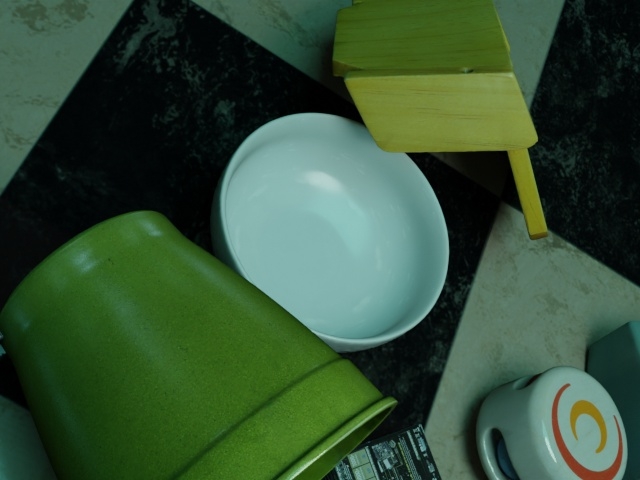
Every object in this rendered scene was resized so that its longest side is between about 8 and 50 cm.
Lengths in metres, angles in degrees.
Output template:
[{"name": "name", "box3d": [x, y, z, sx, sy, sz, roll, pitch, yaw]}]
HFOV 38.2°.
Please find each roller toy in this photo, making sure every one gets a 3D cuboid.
[{"name": "roller toy", "box3d": [0.325, 0.283, 1.319, 0.191, 0.146, 0.209, 36, 52, -19]}]

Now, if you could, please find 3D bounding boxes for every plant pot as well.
[{"name": "plant pot", "box3d": [0.514, 0.252, 1.423, 0.165, 0.165, 0.234, 4, 59, -25]}, {"name": "plant pot", "box3d": [-0.165, 0.166, 1.036, 0.366, 0.366, 0.353, -32, 73, -33]}]

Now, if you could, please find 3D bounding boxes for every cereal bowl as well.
[{"name": "cereal bowl", "box3d": [0.000, 0.000, 1.283, 0.339, 0.141, 0.339, 10, 66, -23]}]

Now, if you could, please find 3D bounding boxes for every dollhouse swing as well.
[{"name": "dollhouse swing", "box3d": [0.186, -0.182, 1.420, 0.315, 0.305, 0.347, -2, 33, 4]}]

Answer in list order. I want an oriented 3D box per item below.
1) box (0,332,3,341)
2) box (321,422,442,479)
[{"name": "box", "box3d": [-0.444, 0.128, 1.000, 0.156, 0.158, 0.093, -33, 86, -32]}, {"name": "box", "box3d": [0.089, 0.352, 1.214, 0.147, 0.077, 0.180, -14, 75, -30]}]
